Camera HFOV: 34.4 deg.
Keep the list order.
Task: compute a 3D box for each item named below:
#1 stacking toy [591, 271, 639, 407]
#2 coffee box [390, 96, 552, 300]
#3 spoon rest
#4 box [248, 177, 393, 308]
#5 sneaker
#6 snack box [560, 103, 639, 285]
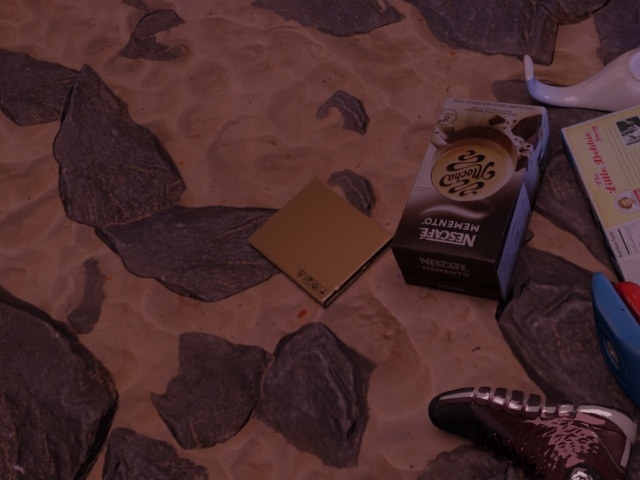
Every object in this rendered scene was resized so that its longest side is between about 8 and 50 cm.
[{"bbox_3d":[0.527,0.092,1.384,0.302,0.165,0.175,-23,44,0],"label":"stacking toy"},{"bbox_3d":[0.241,-0.070,1.620,0.168,0.119,0.297,9,60,24],"label":"coffee box"},{"bbox_3d":[0.472,-0.263,1.712,0.277,0.084,0.137,1,58,4],"label":"spoon rest"},{"bbox_3d":[0.000,0.000,1.719,0.164,0.021,0.201,-43,54,-12],"label":"box"},{"bbox_3d":[0.271,0.292,1.375,0.281,0.106,0.162,3,61,20],"label":"sneaker"},{"bbox_3d":[0.502,-0.068,1.565,0.187,0.060,0.321,-17,53,7],"label":"snack box"}]
